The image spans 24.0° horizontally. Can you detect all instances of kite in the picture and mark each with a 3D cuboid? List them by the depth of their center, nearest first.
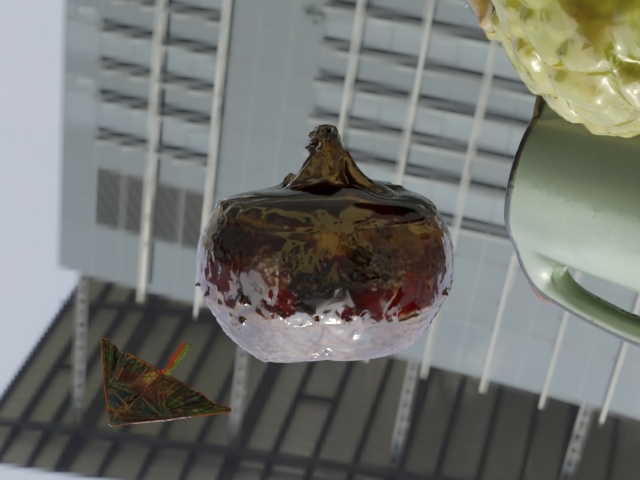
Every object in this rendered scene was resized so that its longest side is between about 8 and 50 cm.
[{"bbox_3d":[-0.193,0.166,1.732,0.190,0.010,0.159,28,-134,21],"label":"kite"}]

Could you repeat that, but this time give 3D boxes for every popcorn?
[{"bbox_3d":[0.193,-0.200,1.031,0.206,0.237,0.251,-44,-117,-3],"label":"popcorn"}]

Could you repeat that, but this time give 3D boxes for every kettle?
[{"bbox_3d":[0.298,-0.007,1.363,0.255,0.240,0.165,17,-148,26],"label":"kettle"}]

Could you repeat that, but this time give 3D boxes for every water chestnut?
[{"bbox_3d":[0.000,0.000,1.975,0.351,0.302,0.350,0,-167,0],"label":"water chestnut"}]

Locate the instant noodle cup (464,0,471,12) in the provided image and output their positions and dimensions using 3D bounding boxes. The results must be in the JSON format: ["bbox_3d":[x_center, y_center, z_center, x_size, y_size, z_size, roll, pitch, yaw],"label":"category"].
[{"bbox_3d":[0.244,-0.454,2.036,0.207,0.207,0.232,-18,-102,-32],"label":"instant noodle cup"}]
